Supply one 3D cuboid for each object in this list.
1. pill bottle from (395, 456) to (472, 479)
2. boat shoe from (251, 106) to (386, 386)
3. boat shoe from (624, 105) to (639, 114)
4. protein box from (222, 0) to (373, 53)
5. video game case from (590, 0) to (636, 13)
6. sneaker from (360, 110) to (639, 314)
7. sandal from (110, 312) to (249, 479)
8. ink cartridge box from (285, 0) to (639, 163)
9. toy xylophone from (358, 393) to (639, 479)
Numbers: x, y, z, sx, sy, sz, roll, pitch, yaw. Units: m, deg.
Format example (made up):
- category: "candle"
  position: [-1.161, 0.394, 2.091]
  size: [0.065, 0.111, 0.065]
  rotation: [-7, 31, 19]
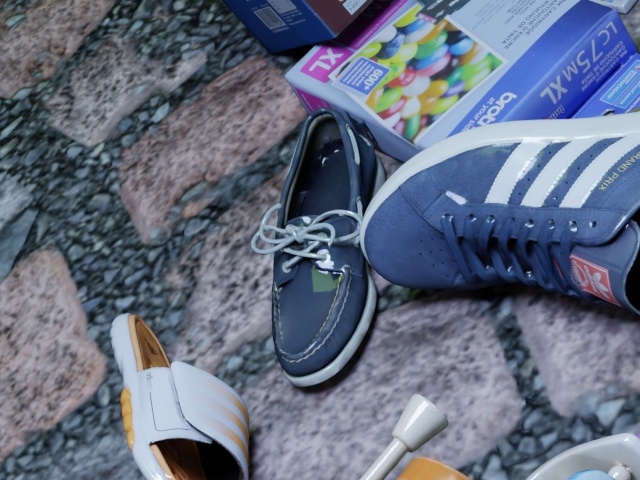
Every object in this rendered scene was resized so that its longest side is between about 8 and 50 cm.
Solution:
- category: "pill bottle"
  position: [0.025, 0.257, 1.264]
  size: [0.130, 0.130, 0.245]
  rotation: [18, 63, 45]
- category: "boat shoe"
  position: [0.000, 0.000, 1.581]
  size: [0.095, 0.079, 0.254]
  rotation: [-10, 46, 28]
- category: "boat shoe"
  position: [0.244, -0.067, 1.496]
  size: [0.178, 0.064, 0.060]
  rotation: [-16, 76, 13]
- category: "protein box"
  position: [-0.038, -0.289, 1.751]
  size: [0.136, 0.201, 0.200]
  rotation: [-45, 13, -12]
- category: "video game case"
  position: [0.239, -0.237, 1.701]
  size: [0.122, 0.011, 0.087]
  rotation: [20, 63, 46]
- category: "sneaker"
  position: [0.183, -0.003, 1.409]
  size: [0.350, 0.131, 0.148]
  rotation: [-14, 40, 25]
- category: "sandal"
  position: [-0.102, 0.124, 1.513]
  size: [0.076, 0.102, 0.265]
  rotation: [-33, 37, 7]
- category: "ink cartridge box"
  position: [0.127, -0.140, 1.647]
  size: [0.186, 0.065, 0.311]
  rotation: [-46, 42, -11]
- category: "toy xylophone"
  position: [0.089, 0.241, 1.175]
  size: [0.322, 0.236, 0.081]
  rotation: [-54, 15, -17]
